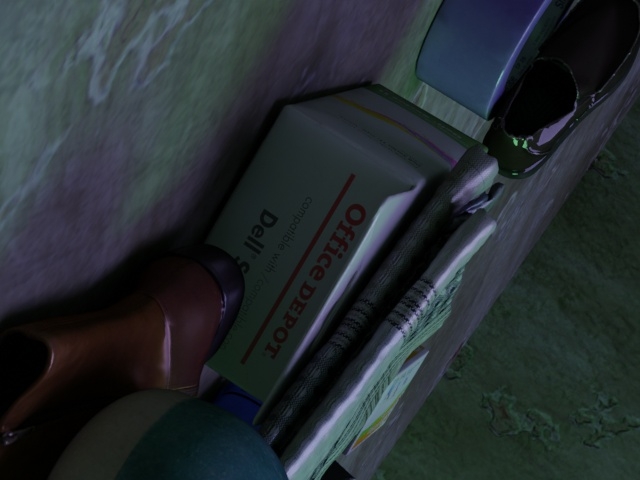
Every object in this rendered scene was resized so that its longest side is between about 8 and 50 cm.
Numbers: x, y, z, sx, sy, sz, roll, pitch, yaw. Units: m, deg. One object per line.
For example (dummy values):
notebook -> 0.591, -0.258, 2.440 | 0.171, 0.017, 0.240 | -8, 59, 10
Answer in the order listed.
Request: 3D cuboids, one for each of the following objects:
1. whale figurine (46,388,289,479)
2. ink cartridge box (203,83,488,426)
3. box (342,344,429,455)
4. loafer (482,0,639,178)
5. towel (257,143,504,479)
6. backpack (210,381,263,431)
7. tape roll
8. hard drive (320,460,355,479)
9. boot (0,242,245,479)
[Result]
whale figurine -> -0.105, 0.229, 1.147 | 0.216, 0.141, 0.272 | 49, 61, -70
ink cartridge box -> 0.000, 0.000, 1.464 | 0.207, 0.119, 0.353 | -59, 171, 14
box -> 0.031, 0.146, 2.089 | 0.103, 0.114, 0.203 | -59, 171, 11
loafer -> 0.234, -0.153, 1.774 | 0.220, 0.080, 0.078 | -55, 170, -12
towel -> 0.035, 0.106, 1.453 | 0.324, 0.056, 0.312 | -54, 170, -19
backpack -> -0.068, 0.182, 1.765 | 0.120, 0.098, 0.101 | -43, 159, -53
tape roll -> 0.171, -0.210, 1.766 | 0.189, 0.080, 0.189 | -55, 169, -16
hard drive -> -0.131, 0.297, 1.602 | 0.339, 0.064, 0.237 | -2, 126, -55
boot -> -0.155, 0.144, 1.228 | 0.264, 0.096, 0.280 | -61, 169, 21
